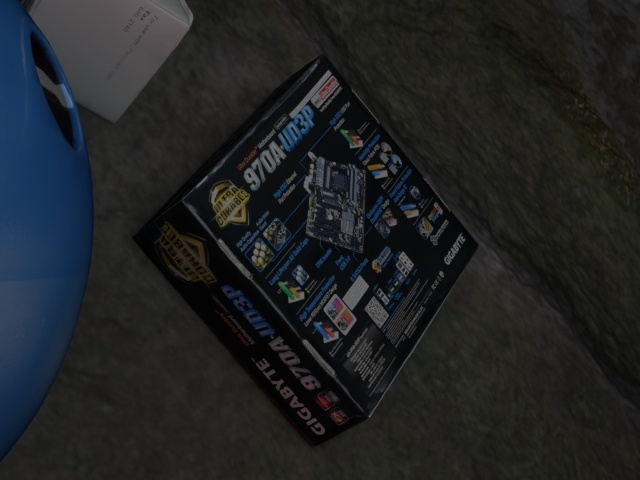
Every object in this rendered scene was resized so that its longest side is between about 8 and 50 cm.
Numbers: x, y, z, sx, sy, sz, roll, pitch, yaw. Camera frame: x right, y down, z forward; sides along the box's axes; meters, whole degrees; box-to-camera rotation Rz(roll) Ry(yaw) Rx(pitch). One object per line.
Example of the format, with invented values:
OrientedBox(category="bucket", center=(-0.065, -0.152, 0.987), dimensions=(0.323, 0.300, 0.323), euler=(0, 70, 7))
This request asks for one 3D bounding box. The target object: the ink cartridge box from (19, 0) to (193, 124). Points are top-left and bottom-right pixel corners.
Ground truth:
OrientedBox(category="ink cartridge box", center=(-0.181, -0.165, 1.005), dimensions=(0.191, 0.082, 0.139), euler=(31, 16, -32))

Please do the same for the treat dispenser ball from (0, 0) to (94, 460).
OrientedBox(category="treat dispenser ball", center=(-0.233, -0.008, 0.696), dimensions=(0.288, 0.288, 0.288), euler=(29, 45, -33))

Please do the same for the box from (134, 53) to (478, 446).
OrientedBox(category="box", center=(0.000, 0.000, 1.153), dimensions=(0.175, 0.051, 0.220), euler=(50, 37, -9))
